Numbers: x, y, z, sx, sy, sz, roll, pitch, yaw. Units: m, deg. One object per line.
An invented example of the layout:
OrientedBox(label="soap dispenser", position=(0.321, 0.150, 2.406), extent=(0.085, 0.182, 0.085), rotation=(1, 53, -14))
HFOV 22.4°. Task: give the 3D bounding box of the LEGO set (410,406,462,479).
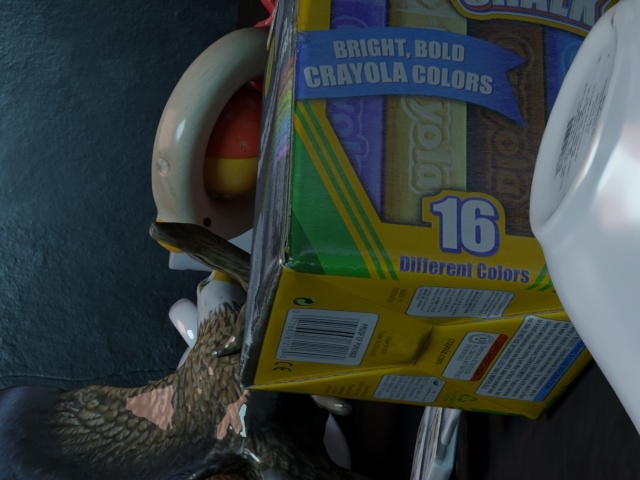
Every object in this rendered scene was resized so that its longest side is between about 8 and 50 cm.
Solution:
OrientedBox(label="LEGO set", position=(0.062, 0.156, 0.737), extent=(0.182, 0.060, 0.244), rotation=(100, -179, -55))

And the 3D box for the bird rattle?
OrientedBox(label="bird rattle", position=(-0.041, -0.088, 1.200), extent=(0.207, 0.143, 0.254), rotation=(-30, -34, -49))

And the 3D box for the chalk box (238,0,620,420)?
OrientedBox(label="chalk box", position=(0.045, -0.053, 0.651), extent=(0.132, 0.132, 0.213), rotation=(109, 167, -64))

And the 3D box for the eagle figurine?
OrientedBox(label="eagle figurine", position=(-0.070, 0.108, 0.988), extent=(0.298, 0.226, 0.225), rotation=(-42, 8, 36))

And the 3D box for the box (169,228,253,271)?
OrientedBox(label="box", position=(-0.078, -0.056, 1.603), extent=(0.091, 0.130, 0.170), rotation=(105, 168, -46))

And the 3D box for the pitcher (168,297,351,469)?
OrientedBox(label="pitcher", position=(-0.061, 0.107, 1.230), extent=(0.178, 0.125, 0.207), rotation=(58, 176, -11))

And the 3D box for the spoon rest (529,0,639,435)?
OrientedBox(label="spoon rest", position=(0.094, 0.036, 0.465), extent=(0.137, 0.084, 0.276), rotation=(124, 165, -72))
